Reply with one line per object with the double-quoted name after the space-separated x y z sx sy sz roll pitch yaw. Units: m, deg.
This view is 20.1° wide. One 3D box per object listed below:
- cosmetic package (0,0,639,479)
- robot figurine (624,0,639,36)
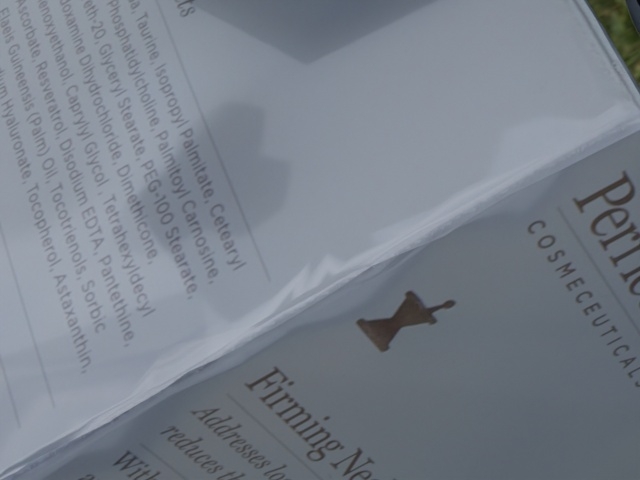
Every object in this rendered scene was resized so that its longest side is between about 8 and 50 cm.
0.000 0.000 1.039 0.393 0.329 0.327 -31 51 9 "cosmetic package"
0.295 -0.195 1.013 0.173 0.209 0.278 40 103 -20 "robot figurine"
